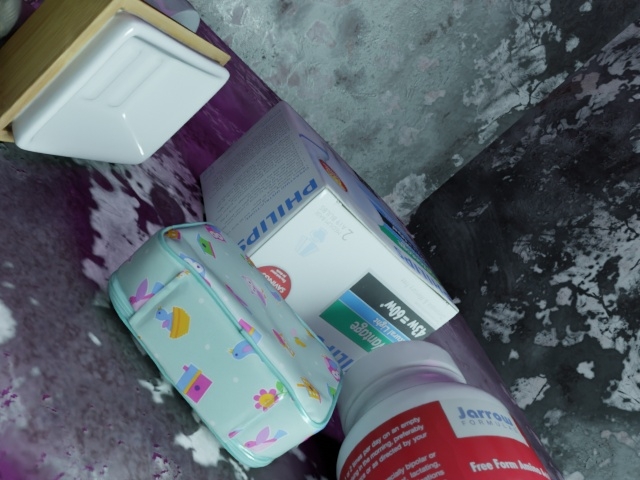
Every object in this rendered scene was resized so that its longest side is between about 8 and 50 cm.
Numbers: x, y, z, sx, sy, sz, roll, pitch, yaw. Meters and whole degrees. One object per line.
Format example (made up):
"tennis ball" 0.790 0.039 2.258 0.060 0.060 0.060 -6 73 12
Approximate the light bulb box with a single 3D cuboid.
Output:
"light bulb box" 0.000 0.000 1.062 0.358 0.225 0.361 41 14 -32

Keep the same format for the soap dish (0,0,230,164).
"soap dish" -0.267 -0.211 0.781 0.118 0.229 0.291 51 13 6

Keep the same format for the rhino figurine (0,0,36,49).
"rhino figurine" -0.384 -0.253 0.706 0.073 0.106 0.243 59 -11 6

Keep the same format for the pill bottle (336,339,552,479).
"pill bottle" 0.148 0.308 0.655 0.229 0.229 0.407 40 15 -32

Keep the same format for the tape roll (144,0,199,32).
"tape roll" -0.310 -0.339 1.029 0.072 0.219 0.219 47 13 -5

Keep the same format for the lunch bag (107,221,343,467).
"lunch bag" -0.095 0.110 0.695 0.279 0.108 0.224 51 8 1

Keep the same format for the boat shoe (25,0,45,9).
"boat shoe" -0.439 -0.384 1.000 0.091 0.109 0.305 44 20 -23
